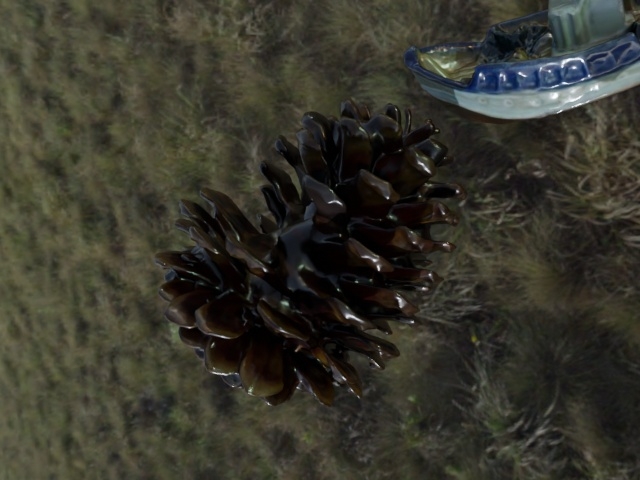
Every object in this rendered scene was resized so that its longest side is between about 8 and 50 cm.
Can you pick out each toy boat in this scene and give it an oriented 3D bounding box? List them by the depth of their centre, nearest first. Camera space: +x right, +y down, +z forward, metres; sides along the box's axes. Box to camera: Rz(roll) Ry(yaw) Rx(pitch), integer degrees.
[{"bbox_3d":[0.199,-0.183,0.559,0.262,0.114,0.115,-13,123,33],"label":"toy boat"}]

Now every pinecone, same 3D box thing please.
[{"bbox_3d":[0.000,0.000,0.569,0.292,0.246,0.246,-52,44,5],"label":"pinecone"}]
